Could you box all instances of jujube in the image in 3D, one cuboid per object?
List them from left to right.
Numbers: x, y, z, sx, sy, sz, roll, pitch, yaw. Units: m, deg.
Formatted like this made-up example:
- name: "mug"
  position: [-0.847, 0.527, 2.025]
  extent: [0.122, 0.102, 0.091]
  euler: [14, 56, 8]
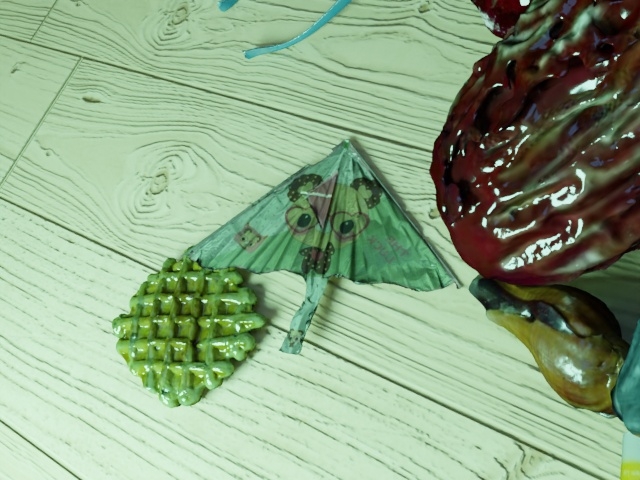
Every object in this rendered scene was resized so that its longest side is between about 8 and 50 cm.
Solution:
- name: "jujube"
  position: [0.259, -0.122, 0.632]
  extent: [0.377, 0.258, 0.258]
  euler: [-34, 54, 29]

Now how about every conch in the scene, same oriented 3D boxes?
- name: "conch"
  position: [0.217, 0.088, 0.666]
  extent: [0.232, 0.080, 0.086]
  euler: [46, 111, 32]

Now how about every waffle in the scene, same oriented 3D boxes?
- name: "waffle"
  position: [-0.152, 0.094, 0.872]
  extent: [0.169, 0.036, 0.183]
  euler: [-47, 56, -4]

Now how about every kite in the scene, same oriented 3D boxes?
- name: "kite"
  position: [0.000, 0.000, 0.846]
  extent: [0.323, 0.013, 0.267]
  euler: [3, 63, 19]

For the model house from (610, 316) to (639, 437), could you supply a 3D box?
- name: "model house"
  position: [0.356, 0.086, 0.450]
  extent: [0.253, 0.291, 0.184]
  euler: [21, 84, 6]

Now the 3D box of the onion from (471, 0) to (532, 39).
- name: "onion"
  position: [0.259, -0.312, 0.762]
  extent: [0.252, 0.219, 0.252]
  euler: [-7, 73, 22]

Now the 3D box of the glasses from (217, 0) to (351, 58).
- name: "glasses"
  position: [-0.041, -0.351, 1.003]
  extent: [0.221, 0.088, 0.189]
  euler: [-32, 57, 9]

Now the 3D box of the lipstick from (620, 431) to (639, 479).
- name: "lipstick"
  position: [0.251, 0.281, 0.572]
  extent: [0.059, 0.059, 0.263]
  euler: [1, 67, 26]
